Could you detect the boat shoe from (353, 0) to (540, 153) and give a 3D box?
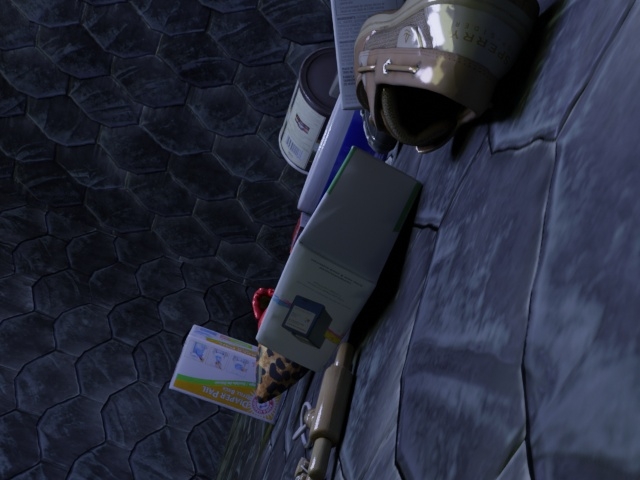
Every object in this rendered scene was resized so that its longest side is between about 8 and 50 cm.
[{"bbox_3d":[0.084,-0.143,0.734,0.341,0.121,0.110,163,129,-84],"label":"boat shoe"}]

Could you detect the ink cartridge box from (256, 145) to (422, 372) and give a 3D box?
[{"bbox_3d":[0.016,0.027,0.884,0.154,0.093,0.212,-61,0,-38],"label":"ink cartridge box"}]

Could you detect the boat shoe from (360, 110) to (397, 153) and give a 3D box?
[{"bbox_3d":[0.094,-0.200,1.231,0.219,0.077,0.070,-79,12,-62],"label":"boat shoe"}]

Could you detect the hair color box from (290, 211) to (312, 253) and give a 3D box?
[{"bbox_3d":[0.000,0.000,1.363,0.167,0.093,0.053,-91,21,-82],"label":"hair color box"}]

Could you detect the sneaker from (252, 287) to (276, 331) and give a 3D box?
[{"bbox_3d":[-0.058,0.110,1.380,0.279,0.118,0.107,-92,24,-81],"label":"sneaker"}]

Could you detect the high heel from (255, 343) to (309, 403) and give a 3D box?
[{"bbox_3d":[-0.026,0.100,1.123,0.261,0.093,0.186,-61,-6,-22],"label":"high heel"}]

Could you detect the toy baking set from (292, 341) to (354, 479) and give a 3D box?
[{"bbox_3d":[-0.009,0.204,0.849,0.197,0.030,0.256,115,175,-46],"label":"toy baking set"}]

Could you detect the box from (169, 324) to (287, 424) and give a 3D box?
[{"bbox_3d":[-0.159,0.243,1.458,0.114,0.203,0.103,-136,66,-84],"label":"box"}]

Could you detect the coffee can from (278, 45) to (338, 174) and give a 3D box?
[{"bbox_3d":[0.019,-0.308,1.944,0.275,0.201,0.202,118,172,-62],"label":"coffee can"}]

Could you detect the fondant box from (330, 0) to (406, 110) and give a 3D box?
[{"bbox_3d":[0.070,-0.363,1.066,0.238,0.096,0.330,-69,-25,-67],"label":"fondant box"}]

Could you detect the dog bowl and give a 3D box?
[{"bbox_3d":[0.053,-0.161,1.408,0.265,0.104,0.265,-159,90,-87],"label":"dog bowl"}]

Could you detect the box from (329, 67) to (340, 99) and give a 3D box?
[{"bbox_3d":[0.103,-0.360,1.637,0.311,0.121,0.148,-112,43,-85],"label":"box"}]
